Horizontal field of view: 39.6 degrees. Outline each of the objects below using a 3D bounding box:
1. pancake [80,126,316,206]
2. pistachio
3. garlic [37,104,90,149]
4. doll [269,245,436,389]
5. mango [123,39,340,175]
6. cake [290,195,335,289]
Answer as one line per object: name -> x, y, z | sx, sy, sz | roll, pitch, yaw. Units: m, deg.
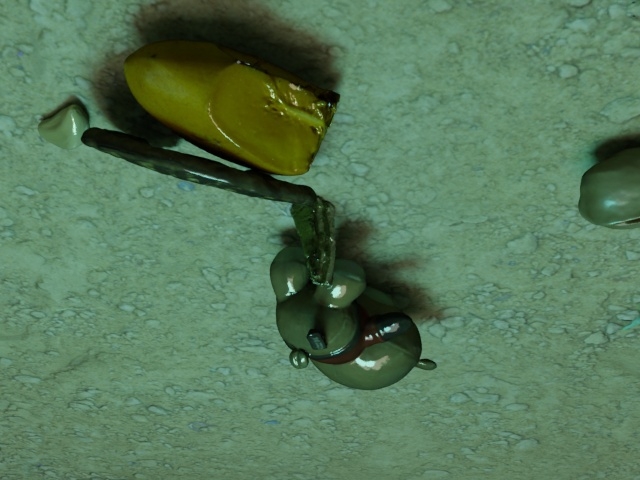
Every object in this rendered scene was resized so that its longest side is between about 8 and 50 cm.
pancake -> -0.144, -0.091, 1.105 | 0.288, 0.033, 0.286 | 19, -173, 26
pistachio -> 0.403, -0.065, 1.126 | 0.149, 0.113, 0.113 | -11, 143, 27
garlic -> -0.328, -0.144, 1.149 | 0.083, 0.041, 0.053 | -13, 137, 35
doll -> 0.040, 0.140, 1.385 | 0.235, 0.174, 0.330 | 7, 162, 33
mango -> -0.104, -0.157, 1.022 | 0.252, 0.126, 0.154 | 18, -178, -15
cake -> 0.000, 0.000, 1.245 | 0.055, 0.140, 0.051 | -38, 138, 25
